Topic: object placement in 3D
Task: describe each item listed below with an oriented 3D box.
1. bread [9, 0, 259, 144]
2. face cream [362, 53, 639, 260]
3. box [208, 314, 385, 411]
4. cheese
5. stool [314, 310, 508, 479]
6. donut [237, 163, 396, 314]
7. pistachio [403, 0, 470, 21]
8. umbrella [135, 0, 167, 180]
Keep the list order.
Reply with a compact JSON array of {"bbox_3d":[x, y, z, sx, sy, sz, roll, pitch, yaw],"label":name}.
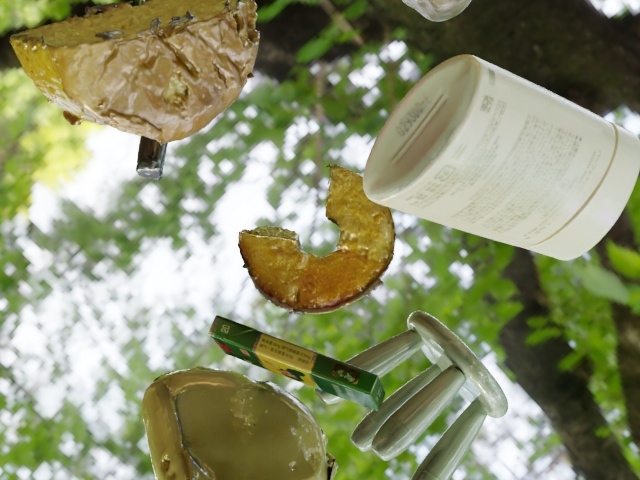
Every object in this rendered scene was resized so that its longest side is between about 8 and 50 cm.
[{"bbox_3d":[-0.191,-0.185,1.514,0.160,0.147,0.260,15,-150,43],"label":"bread"},{"bbox_3d":[0.204,-0.075,1.433,0.173,0.348,0.081,-53,-129,20],"label":"face cream"},{"bbox_3d":[-0.030,0.167,1.885,0.132,0.235,0.034,64,46,-72],"label":"box"},{"bbox_3d":[-0.111,0.310,2.065,0.128,0.315,0.260,-37,-122,46],"label":"cheese"},{"bbox_3d":[0.136,0.232,1.977,0.198,0.195,0.195,-43,-134,-11],"label":"stool"},{"bbox_3d":[0.008,0.008,1.575,0.181,0.146,0.078,-36,175,10],"label":"donut"},{"bbox_3d":[0.136,-0.359,1.571,0.135,0.226,0.136,3,-163,-1],"label":"pistachio"},{"bbox_3d":[-0.195,-0.214,1.759,0.118,0.118,0.340,-26,-137,35],"label":"umbrella"}]
